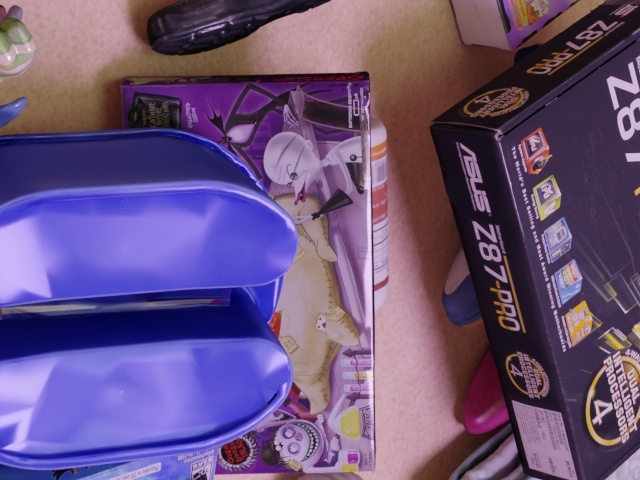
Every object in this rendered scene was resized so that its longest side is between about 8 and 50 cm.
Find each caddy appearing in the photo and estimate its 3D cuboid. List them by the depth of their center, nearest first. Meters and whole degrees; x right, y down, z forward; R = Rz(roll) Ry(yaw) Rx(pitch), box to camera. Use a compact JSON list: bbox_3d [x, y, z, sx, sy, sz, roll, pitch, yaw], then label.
[{"bbox_3d":[-0.176,0.040,1.415,0.341,0.179,0.241,-4,109,-22],"label":"caddy"}]

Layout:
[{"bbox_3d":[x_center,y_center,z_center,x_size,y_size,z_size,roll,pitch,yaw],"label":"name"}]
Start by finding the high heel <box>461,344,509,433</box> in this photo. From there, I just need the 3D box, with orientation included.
[{"bbox_3d":[0.254,0.125,1.889,0.244,0.117,0.082,-38,124,-30],"label":"high heel"}]

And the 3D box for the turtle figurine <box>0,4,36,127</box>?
[{"bbox_3d":[-0.292,-0.180,1.249,0.275,0.198,0.266,-2,98,-46],"label":"turtle figurine"}]

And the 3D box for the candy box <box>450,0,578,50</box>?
[{"bbox_3d":[0.204,-0.304,1.766,0.196,0.070,0.164,-37,123,-30],"label":"candy box"}]

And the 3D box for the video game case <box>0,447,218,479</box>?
[{"bbox_3d":[-0.214,0.280,1.486,0.270,0.061,0.244,-14,126,-38],"label":"video game case"}]

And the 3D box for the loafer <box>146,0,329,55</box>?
[{"bbox_3d":[-0.060,-0.220,1.548,0.223,0.076,0.078,-27,88,-30],"label":"loafer"}]

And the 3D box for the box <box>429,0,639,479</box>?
[{"bbox_3d":[0.279,-0.006,1.745,0.318,0.097,0.394,-35,120,-35],"label":"box"}]

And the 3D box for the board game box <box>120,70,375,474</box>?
[{"bbox_3d":[-0.057,0.032,1.541,0.056,0.208,0.346,-76,165,-74],"label":"board game box"}]

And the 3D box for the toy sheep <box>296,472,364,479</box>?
[{"bbox_3d":[0.009,0.257,1.716,0.132,0.091,0.091,18,88,-59],"label":"toy sheep"}]

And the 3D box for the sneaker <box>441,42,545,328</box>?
[{"bbox_3d":[0.180,-0.059,1.802,0.131,0.112,0.296,36,74,-24],"label":"sneaker"}]

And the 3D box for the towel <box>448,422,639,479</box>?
[{"bbox_3d":[0.278,0.310,1.958,0.374,0.090,0.320,-32,127,-33],"label":"towel"}]

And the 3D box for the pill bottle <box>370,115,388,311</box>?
[{"bbox_3d":[0.000,0.000,1.617,0.121,0.121,0.216,-14,110,-40],"label":"pill bottle"}]
